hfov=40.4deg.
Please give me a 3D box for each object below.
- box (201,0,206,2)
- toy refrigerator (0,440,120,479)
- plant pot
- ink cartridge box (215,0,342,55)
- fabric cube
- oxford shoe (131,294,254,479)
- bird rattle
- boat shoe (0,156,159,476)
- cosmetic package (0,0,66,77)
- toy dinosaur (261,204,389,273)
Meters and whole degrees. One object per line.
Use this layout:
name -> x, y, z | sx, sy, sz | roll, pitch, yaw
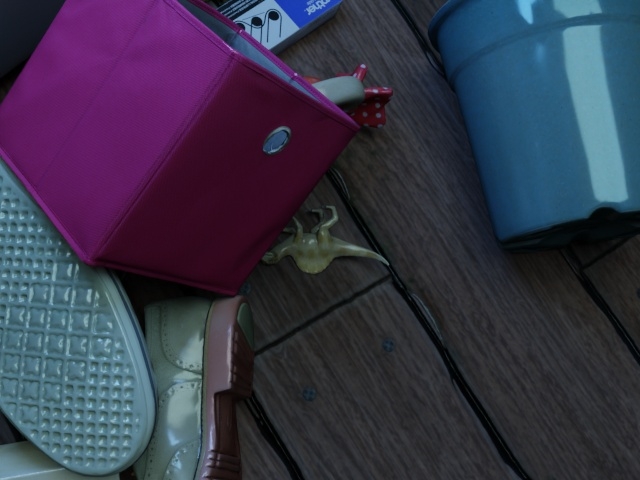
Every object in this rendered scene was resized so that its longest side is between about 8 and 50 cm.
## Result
box -> -0.228, -0.383, 1.281 | 0.232, 0.058, 0.087 | -29, 80, -22
toy refrigerator -> -0.359, 0.288, 0.956 | 0.269, 0.094, 0.102 | -7, 105, -17
plant pot -> 0.348, -0.170, 1.224 | 0.341, 0.341, 0.334 | -5, 79, -17
ink cartridge box -> -0.074, -0.336, 1.311 | 0.207, 0.046, 0.097 | -40, 84, -24
fabric cube -> -0.165, -0.125, 0.982 | 0.259, 0.254, 0.258 | 44, 102, 30
oxford shoe -> -0.172, 0.257, 1.032 | 0.146, 0.140, 0.397 | 2, 66, 11
bird rattle -> -0.013, -0.170, 1.189 | 0.253, 0.207, 0.143 | -12, 91, -9
boat shoe -> -0.325, 0.043, 1.004 | 0.187, 0.156, 0.500 | -40, 70, 4
cosmetic package -> -0.445, -0.451, 1.029 | 0.329, 0.327, 0.393 | -43, 91, -18
toy dinosaur -> 0.000, 0.000, 1.209 | 0.183, 0.053, 0.092 | -1, 85, -7
